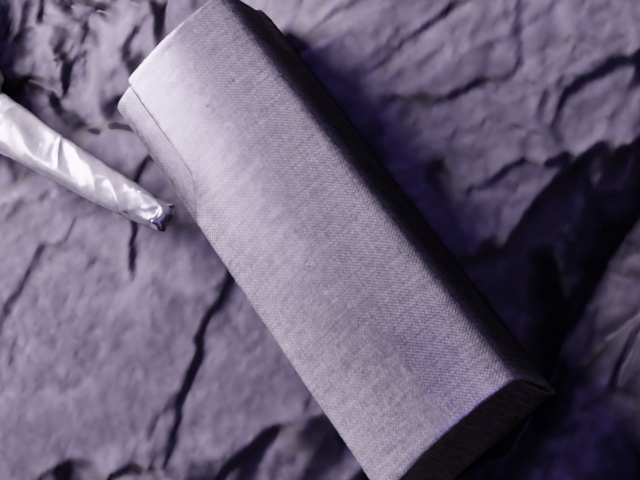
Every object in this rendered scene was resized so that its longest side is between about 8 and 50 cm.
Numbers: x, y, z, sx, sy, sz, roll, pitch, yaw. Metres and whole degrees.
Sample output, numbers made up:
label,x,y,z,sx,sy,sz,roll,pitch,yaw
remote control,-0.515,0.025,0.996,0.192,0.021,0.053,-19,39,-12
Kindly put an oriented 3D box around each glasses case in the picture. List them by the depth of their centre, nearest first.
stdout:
label,x,y,z,sx,sy,sz,roll,pitch,yaw
glasses case,0.000,0.000,0.759,0.071,0.047,0.205,-42,63,13

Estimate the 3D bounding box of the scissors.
label,x,y,z,sx,sy,sz,roll,pitch,yaw
scissors,-0.137,-0.051,0.856,0.212,0.021,0.110,30,88,30
